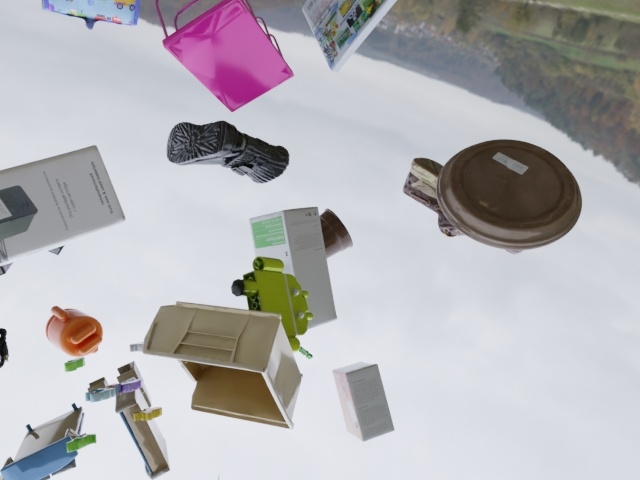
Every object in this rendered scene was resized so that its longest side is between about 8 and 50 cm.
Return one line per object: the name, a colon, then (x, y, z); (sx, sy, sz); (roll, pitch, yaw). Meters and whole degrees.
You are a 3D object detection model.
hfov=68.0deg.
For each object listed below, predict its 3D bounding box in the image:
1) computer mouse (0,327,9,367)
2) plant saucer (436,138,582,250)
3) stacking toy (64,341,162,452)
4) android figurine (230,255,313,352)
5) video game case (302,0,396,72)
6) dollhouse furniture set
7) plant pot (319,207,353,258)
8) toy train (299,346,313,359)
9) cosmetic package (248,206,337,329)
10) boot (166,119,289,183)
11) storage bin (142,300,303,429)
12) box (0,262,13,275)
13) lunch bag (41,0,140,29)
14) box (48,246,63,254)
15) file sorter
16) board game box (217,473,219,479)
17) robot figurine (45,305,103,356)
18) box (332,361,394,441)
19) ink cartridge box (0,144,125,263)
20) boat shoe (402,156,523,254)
computer mouse: (-0.827, 0.247, 1.096); (0.193, 0.042, 0.106); (24, -143, -57)
plant saucer: (0.371, -0.105, 0.937); (0.277, 0.041, 0.278); (-3, -125, 5)
stacking toy: (-0.419, 0.308, 0.971); (0.052, 0.167, 0.221); (-8, 176, 24)
android figurine: (-0.109, 0.163, 1.194); (0.273, 0.056, 0.248); (14, -121, -54)
video game case: (0.087, -0.774, 1.540); (0.036, 0.329, 0.300); (-3, -116, -42)
dollhouse furniture set: (-0.552, 0.485, 1.131); (0.303, 0.198, 0.286); (-23, -166, -18)
plant pot: (0.000, 0.000, 1.667); (0.165, 0.167, 0.167); (-34, -132, -13)
toy train: (-0.059, 0.423, 1.793); (0.083, 0.023, 0.017); (46, -152, -31)
cosmetic package: (-0.087, 0.089, 1.510); (0.155, 0.366, 0.197); (-9, 179, -43)
boot: (-0.295, -0.269, 1.489); (0.348, 0.131, 0.260); (10, 178, 39)
storage bin: (-0.187, 0.253, 0.959); (0.260, 0.262, 0.123); (4, -130, 15)
box: (-0.688, 0.004, 0.998); (0.029, 0.116, 0.162); (-23, -161, -17)
lunch bag: (-0.560, -0.669, 1.161); (0.221, 0.293, 0.138); (-5, -144, -32)
box: (-0.873, -0.055, 1.399); (0.233, 0.044, 0.159); (31, -170, -32)
file sorter: (-0.238, -0.510, 1.191); (0.290, 0.202, 0.182); (37, -150, -63)
board game box: (-0.170, 0.434, 0.704); (0.033, 0.133, 0.168); (1, 173, -10)
robot figurine: (-0.752, 0.280, 1.446); (0.219, 0.128, 0.158); (9, 167, 41)
box: (0.108, 0.413, 1.235); (0.091, 0.171, 0.130); (-12, 172, -16)
ink cartridge box: (-0.433, -0.031, 0.674); (0.272, 0.115, 0.198); (-22, -171, -21)
boat shoe: (0.330, -0.063, 1.120); (0.342, 0.123, 0.123); (41, -147, 27)
